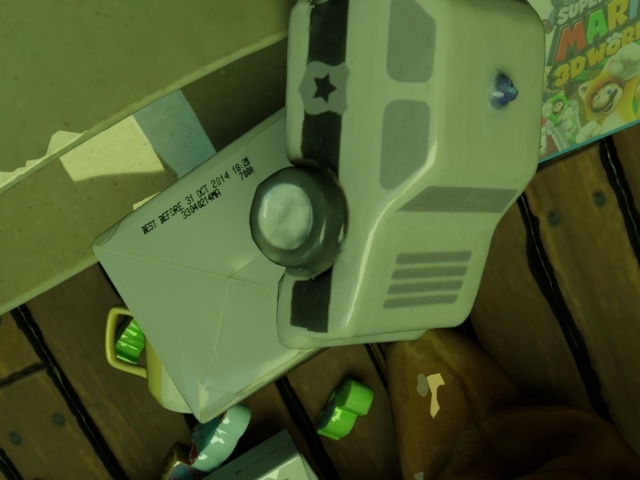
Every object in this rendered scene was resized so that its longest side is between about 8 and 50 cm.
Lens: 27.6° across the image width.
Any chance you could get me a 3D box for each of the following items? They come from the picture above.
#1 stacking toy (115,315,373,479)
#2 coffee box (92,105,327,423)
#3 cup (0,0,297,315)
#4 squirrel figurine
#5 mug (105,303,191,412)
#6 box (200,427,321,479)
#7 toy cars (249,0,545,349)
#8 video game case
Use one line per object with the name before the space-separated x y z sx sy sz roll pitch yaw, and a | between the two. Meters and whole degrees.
stacking toy | -0.086 0.152 0.843 0.167 0.052 0.221 25 108 -18
coffee box | 0.000 0.000 0.669 0.141 0.246 0.098 -33 86 9
cup | -0.159 -0.111 0.591 0.331 0.331 0.237 -32 89 7
squirrel figurine | 0.218 0.261 0.739 0.397 0.370 0.281 34 75 -33
mug | -0.082 0.064 0.775 0.062 0.078 0.064 -9 111 -46
box | -0.036 0.231 0.840 0.145 0.038 0.186 -32 115 -2
toy cars | 0.085 -0.131 0.504 0.087 0.393 0.176 4 142 38
video game case | 0.159 -0.126 0.726 0.119 0.015 0.166 -22 134 -16
